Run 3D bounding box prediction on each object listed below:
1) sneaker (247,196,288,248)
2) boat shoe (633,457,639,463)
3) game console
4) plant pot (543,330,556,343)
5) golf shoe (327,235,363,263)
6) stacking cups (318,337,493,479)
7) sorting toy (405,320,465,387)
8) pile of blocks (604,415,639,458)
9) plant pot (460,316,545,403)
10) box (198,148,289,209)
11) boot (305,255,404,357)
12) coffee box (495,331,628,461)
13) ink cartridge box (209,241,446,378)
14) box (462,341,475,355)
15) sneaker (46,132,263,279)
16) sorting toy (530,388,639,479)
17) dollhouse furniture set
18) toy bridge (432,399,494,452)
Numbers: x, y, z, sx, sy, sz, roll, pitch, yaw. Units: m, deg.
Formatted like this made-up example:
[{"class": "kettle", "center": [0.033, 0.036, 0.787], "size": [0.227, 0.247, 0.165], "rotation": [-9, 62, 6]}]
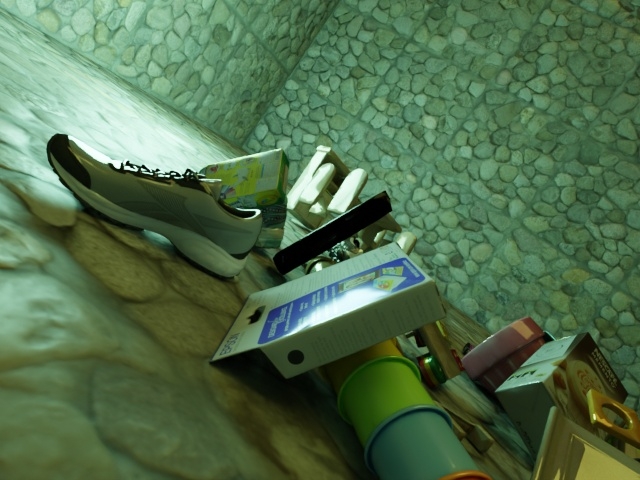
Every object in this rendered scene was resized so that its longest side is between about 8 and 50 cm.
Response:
[{"class": "sneaker", "center": [-0.140, -0.095, 0.872], "size": [0.110, 0.122, 0.283], "rotation": [6, 24, -39]}, {"class": "boat shoe", "center": [0.468, 0.392, 0.593], "size": [0.356, 0.130, 0.132], "rotation": [32, 8, -25]}, {"class": "game console", "center": [0.000, 0.000, 0.828], "size": [0.043, 0.213, 0.361], "rotation": [59, -11, 1]}, {"class": "plant pot", "center": [0.684, 0.424, 1.227], "size": [0.234, 0.166, 0.165], "rotation": [47, 10, -25]}, {"class": "golf shoe", "center": [0.068, 0.018, 1.253], "size": [0.198, 0.094, 0.077], "rotation": [-119, -162, -61]}, {"class": "stacking cups", "center": [0.079, 0.184, 0.336], "size": [0.096, 0.096, 0.316], "rotation": [32, 10, -24]}, {"class": "sorting toy", "center": [0.208, 0.202, 0.798], "size": [0.275, 0.046, 0.132], "rotation": [23, 40, -61]}, {"class": "pile of blocks", "center": [0.619, 0.447, 0.867], "size": [0.113, 0.148, 0.362], "rotation": [39, 7, 23]}, {"class": "plant pot", "center": [0.455, 0.302, 0.957], "size": [0.201, 0.201, 0.180], "rotation": [25, 29, -57]}, {"class": "box", "center": [-0.150, -0.102, 0.767], "size": [0.043, 0.180, 0.105], "rotation": [65, 24, -50]}, {"class": "boot", "center": [0.082, 0.132, 0.707], "size": [0.236, 0.089, 0.269], "rotation": [23, 10, -14]}, {"class": "coffee box", "center": [0.450, 0.282, 0.776], "size": [0.247, 0.098, 0.141], "rotation": [-16, 73, -42]}, {"class": "ink cartridge box", "center": [0.007, 0.070, 0.457], "size": [0.206, 0.209, 0.045], "rotation": [-85, 155, -81]}, {"class": "box", "center": [0.508, 0.378, 1.276], "size": [0.162, 0.029, 0.116], "rotation": [37, 8, 20]}, {"class": "sneaker", "center": [-0.196, -0.058, 0.534], "size": [0.272, 0.107, 0.100], "rotation": [31, 10, -25]}, {"class": "sorting toy", "center": [0.320, 0.300, 0.451], "size": [0.196, 0.047, 0.348], "rotation": [34, 34, 23]}, {"class": "dollhouse furniture set", "center": [0.102, -0.135, 1.378], "size": [0.394, 0.256, 0.362], "rotation": [22, -14, 45]}, {"class": "toy bridge", "center": [0.166, 0.245, 0.568], "size": [0.188, 0.026, 0.063], "rotation": [31, 8, -36]}]
